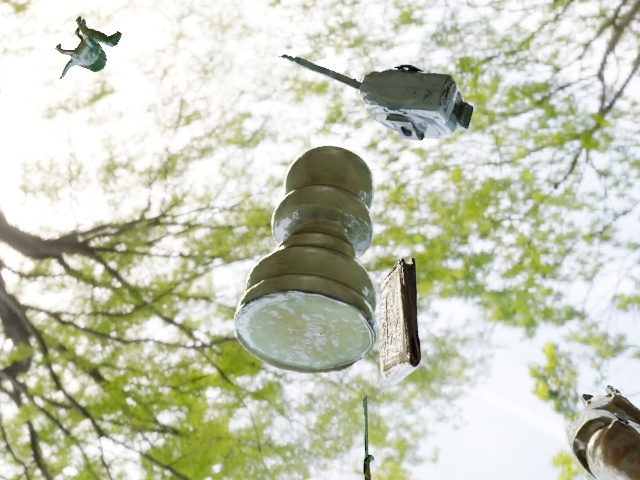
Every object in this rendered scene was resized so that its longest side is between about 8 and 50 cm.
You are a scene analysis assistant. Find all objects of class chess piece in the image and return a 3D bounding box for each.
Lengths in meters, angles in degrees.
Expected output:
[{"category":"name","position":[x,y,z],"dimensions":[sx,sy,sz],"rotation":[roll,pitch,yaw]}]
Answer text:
[{"category":"chess piece","position":[0.000,0.000,1.194],"dimensions":[0.182,0.182,0.330],"rotation":[-3,-134,14]}]

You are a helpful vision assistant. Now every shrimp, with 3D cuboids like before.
[{"category":"shrimp","position":[0.361,0.205,0.861],"dimensions":[0.247,0.085,0.360],"rotation":[8,-178,-2]}]

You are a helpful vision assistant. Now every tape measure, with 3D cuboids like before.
[{"category":"tape measure","position":[0.069,-0.216,1.333],"dimensions":[0.330,0.164,0.084],"rotation":[13,-104,35]}]

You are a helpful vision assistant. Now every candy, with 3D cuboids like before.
[{"category":"candy","position":[0.065,0.298,1.203],"dimensions":[0.049,0.055,0.185],"rotation":[-12,-129,17]}]

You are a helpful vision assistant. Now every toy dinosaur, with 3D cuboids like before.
[{"category":"toy dinosaur","position":[-0.287,-0.225,1.061],"dimensions":[0.119,0.060,0.029],"rotation":[-41,-177,33]}]

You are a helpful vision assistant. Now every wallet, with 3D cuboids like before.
[{"category":"wallet","position":[0.136,0.142,1.525],"dimensions":[0.042,0.161,0.195],"rotation":[3,-111,-7]}]
